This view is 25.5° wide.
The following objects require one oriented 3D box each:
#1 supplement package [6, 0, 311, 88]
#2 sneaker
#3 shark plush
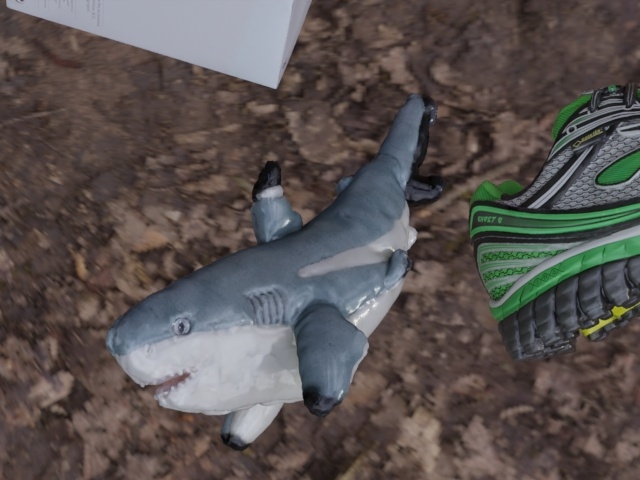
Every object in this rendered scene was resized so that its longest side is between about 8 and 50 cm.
[{"bbox_3d":[-0.094,-0.244,0.964,0.203,0.194,0.149,17,53,1],"label":"supplement package"},{"bbox_3d":[0.224,-0.055,0.891,0.134,0.343,0.146,-2,63,-54],"label":"sneaker"},{"bbox_3d":[0.000,0.000,0.483,0.067,0.073,0.161,44,69,-8],"label":"shark plush"}]
